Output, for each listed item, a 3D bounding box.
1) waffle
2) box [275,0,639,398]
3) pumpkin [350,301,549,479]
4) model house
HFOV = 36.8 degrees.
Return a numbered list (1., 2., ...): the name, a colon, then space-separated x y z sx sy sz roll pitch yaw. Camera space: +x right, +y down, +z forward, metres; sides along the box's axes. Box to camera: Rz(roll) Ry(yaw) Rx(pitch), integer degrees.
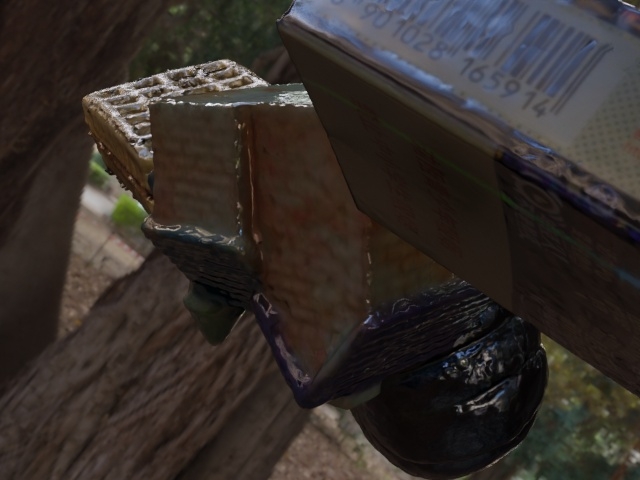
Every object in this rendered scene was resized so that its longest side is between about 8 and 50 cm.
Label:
1. waffle: -0.169 -0.150 1.357 0.376 0.261 0.114 -141 -142 -58
2. box: 0.137 -0.005 0.423 0.310 0.084 0.198 35 -11 24
3. pumpkin: 0.145 0.138 1.281 0.363 0.266 0.363 158 -90 -80
4. model house: 0.000 0.000 0.905 0.312 0.280 0.245 10 18 42
